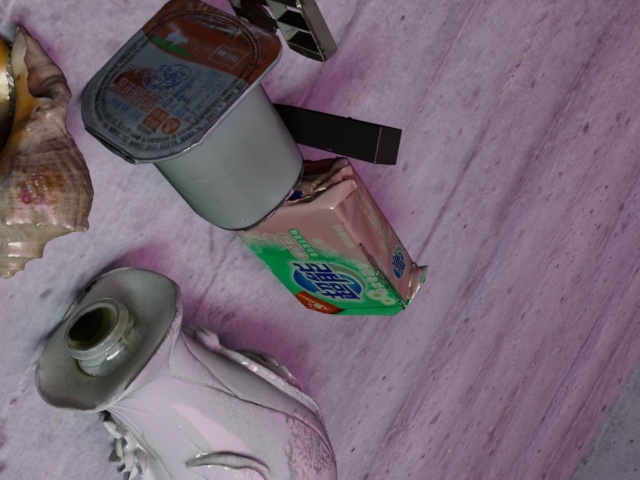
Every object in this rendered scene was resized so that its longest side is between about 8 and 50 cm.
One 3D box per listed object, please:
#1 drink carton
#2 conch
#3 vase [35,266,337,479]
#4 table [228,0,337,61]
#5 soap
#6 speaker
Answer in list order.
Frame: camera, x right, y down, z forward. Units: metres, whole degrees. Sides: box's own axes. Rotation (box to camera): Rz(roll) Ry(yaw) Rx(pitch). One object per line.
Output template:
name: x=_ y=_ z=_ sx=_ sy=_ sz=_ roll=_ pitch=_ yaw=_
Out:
drink carton: x=-0.126 y=-0.121 z=0.878 sx=0.191 sy=0.185 sz=0.189 roll=-50 pitch=149 yaw=-13
conch: x=-0.298 y=-0.088 z=0.733 sx=0.178 sy=0.163 sz=0.245 roll=25 pitch=64 yaw=-64
vase: x=-0.148 y=0.225 z=1.009 sx=0.250 sy=0.250 sz=0.445 roll=-47 pitch=133 yaw=-14
table: x=-0.053 y=-0.288 z=0.856 sx=0.062 sy=0.146 sz=0.175 roll=-48 pitch=138 yaw=-13
soap: x=0.001 y=-0.002 z=1.059 sx=0.273 sy=0.218 sz=0.098 roll=53 pitch=45 yaw=-49
speaker: x=0.013 y=-0.131 z=0.975 sx=0.040 sy=0.191 sz=0.046 roll=0 pitch=105 yaw=-44
